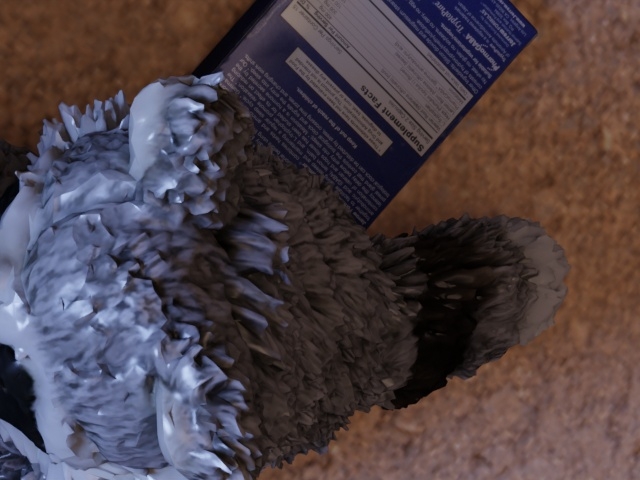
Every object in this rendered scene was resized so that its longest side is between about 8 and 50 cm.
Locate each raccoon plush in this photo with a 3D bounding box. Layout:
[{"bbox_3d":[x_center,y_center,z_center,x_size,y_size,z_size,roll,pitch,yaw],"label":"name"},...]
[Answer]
[{"bbox_3d":[0.000,0.000,0.857,0.446,0.299,0.216,-23,91,-33],"label":"raccoon plush"}]

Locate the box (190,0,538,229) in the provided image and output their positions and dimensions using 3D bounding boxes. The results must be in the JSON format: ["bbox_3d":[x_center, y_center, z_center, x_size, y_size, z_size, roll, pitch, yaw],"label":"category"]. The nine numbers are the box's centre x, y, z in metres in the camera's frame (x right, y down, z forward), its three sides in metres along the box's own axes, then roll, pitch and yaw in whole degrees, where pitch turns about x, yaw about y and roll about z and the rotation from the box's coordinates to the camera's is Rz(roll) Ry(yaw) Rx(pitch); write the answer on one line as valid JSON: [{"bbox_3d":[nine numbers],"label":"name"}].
[{"bbox_3d":[0.005,-0.082,1.050,0.136,0.036,0.225,44,81,-22],"label":"box"}]
